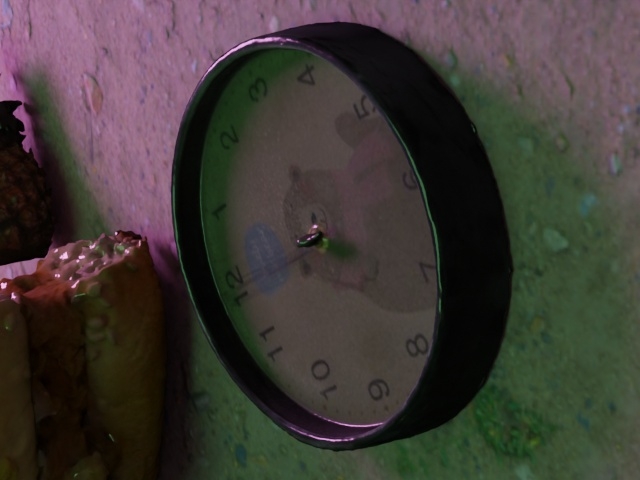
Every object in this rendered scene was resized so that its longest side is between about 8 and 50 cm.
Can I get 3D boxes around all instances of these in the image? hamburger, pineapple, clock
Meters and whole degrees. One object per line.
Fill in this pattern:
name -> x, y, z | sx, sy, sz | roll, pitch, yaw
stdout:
hamburger -> -0.288, 0.181, 1.094 | 0.445, 0.268, 0.287 | -26, 86, 50
pineapple -> -0.295, -0.073, 1.137 | 0.108, 0.108, 0.197 | -15, 86, 51
clock -> 0.000, 0.000, 0.843 | 0.281, 0.055, 0.280 | 19, 116, 45
